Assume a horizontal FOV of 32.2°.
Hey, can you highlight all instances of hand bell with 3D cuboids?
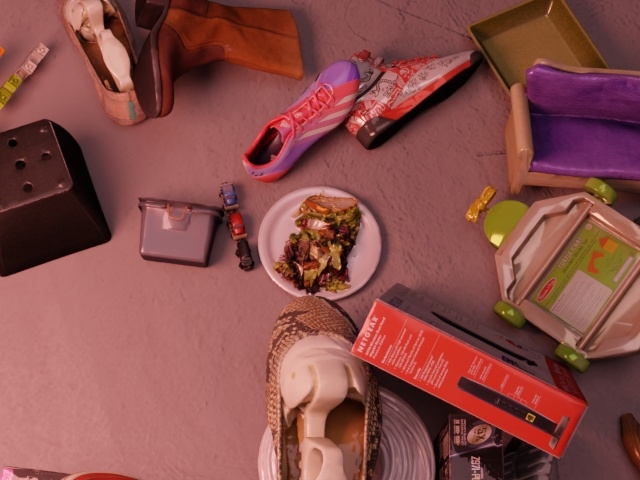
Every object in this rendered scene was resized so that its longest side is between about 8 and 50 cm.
[{"bbox_3d":[0.493,0.368,1.643,0.126,0.126,0.242,-10,56,-8],"label":"hand bell"}]

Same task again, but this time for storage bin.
[{"bbox_3d":[-0.224,-0.012,1.746,0.135,0.098,0.091,7,78,-1],"label":"storage bin"}]

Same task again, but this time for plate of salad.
[{"bbox_3d":[0.000,0.000,1.775,0.199,0.048,0.200,2,68,-4],"label":"plate of salad"}]

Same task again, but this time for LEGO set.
[{"bbox_3d":[-0.554,-0.245,1.827,0.087,0.093,0.227,39,62,-21],"label":"LEGO set"}]

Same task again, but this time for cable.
[{"bbox_3d":[0.037,0.329,1.623,0.257,0.089,0.257,17,69,3],"label":"cable"}]

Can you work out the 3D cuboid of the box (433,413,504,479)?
[{"bbox_3d":[0.209,0.339,1.579,0.077,0.180,0.147,2,67,-1],"label":"box"}]

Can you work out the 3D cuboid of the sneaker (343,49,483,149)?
[{"bbox_3d":[0.137,-0.282,1.874,0.270,0.090,0.145,-36,77,-14],"label":"sneaker"}]

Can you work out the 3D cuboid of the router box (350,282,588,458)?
[{"bbox_3d":[0.210,0.171,1.565,0.301,0.335,0.082,26,95,6],"label":"router box"}]

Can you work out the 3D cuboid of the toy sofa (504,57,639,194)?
[{"bbox_3d":[0.486,-0.169,1.792,0.362,0.177,0.150,4,55,-3],"label":"toy sofa"}]

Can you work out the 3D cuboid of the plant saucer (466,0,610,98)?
[{"bbox_3d":[0.374,-0.322,1.930,0.188,0.045,0.188,-24,71,-12],"label":"plant saucer"}]

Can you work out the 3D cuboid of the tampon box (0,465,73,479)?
[{"bbox_3d":[-0.387,0.390,1.531,0.101,0.161,0.120,7,67,-1],"label":"tampon box"}]

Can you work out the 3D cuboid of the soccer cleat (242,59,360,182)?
[{"bbox_3d":[-0.030,-0.194,1.788,0.248,0.095,0.083,-47,74,4],"label":"soccer cleat"}]

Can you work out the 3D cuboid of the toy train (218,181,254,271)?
[{"bbox_3d":[-0.136,-0.026,1.782,0.027,0.036,0.158,-14,69,-9],"label":"toy train"}]

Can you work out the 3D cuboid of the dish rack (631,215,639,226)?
[{"bbox_3d":[0.582,0.071,1.769,0.208,0.074,0.271,-29,72,-15],"label":"dish rack"}]

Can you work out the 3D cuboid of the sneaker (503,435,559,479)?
[{"bbox_3d":[0.328,0.389,1.630,0.132,0.086,0.229,46,38,-24],"label":"sneaker"}]

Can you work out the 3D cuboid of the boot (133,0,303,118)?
[{"bbox_3d":[-0.164,-0.294,1.833,0.280,0.096,0.264,9,52,-25],"label":"boot"}]

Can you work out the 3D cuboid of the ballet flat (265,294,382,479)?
[{"bbox_3d":[0.008,0.283,1.493,0.164,0.182,0.483,1,69,-3],"label":"ballet flat"}]

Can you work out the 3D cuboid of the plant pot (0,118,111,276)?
[{"bbox_3d":[-0.448,-0.080,1.715,0.187,0.167,0.188,-19,72,-10],"label":"plant pot"}]

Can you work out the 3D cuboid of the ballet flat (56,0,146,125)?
[{"bbox_3d":[-0.361,-0.342,1.858,0.107,0.106,0.316,-25,71,-13],"label":"ballet flat"}]

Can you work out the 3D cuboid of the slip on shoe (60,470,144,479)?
[{"bbox_3d":[-0.210,0.391,1.495,0.331,0.101,0.123,29,59,-25],"label":"slip on shoe"}]

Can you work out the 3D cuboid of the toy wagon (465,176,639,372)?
[{"bbox_3d":[0.385,0.031,1.741,0.344,0.068,0.267,36,86,24],"label":"toy wagon"}]
